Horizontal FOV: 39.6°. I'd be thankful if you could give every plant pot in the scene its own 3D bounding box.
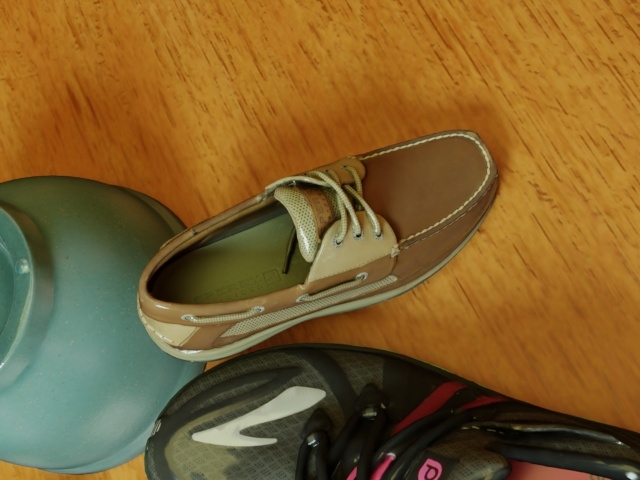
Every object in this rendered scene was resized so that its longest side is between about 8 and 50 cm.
[{"bbox_3d":[-0.272,0.066,0.812,0.293,0.196,0.293,-5,76,20],"label":"plant pot"}]

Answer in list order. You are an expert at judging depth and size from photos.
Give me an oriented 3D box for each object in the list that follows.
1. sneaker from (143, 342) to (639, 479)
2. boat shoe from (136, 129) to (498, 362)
[{"bbox_3d":[0.075,0.171,0.646,0.483,0.202,0.185,5,79,22],"label":"sneaker"},{"bbox_3d":[0.000,0.000,0.728,0.324,0.120,0.122,-28,71,-7],"label":"boat shoe"}]
